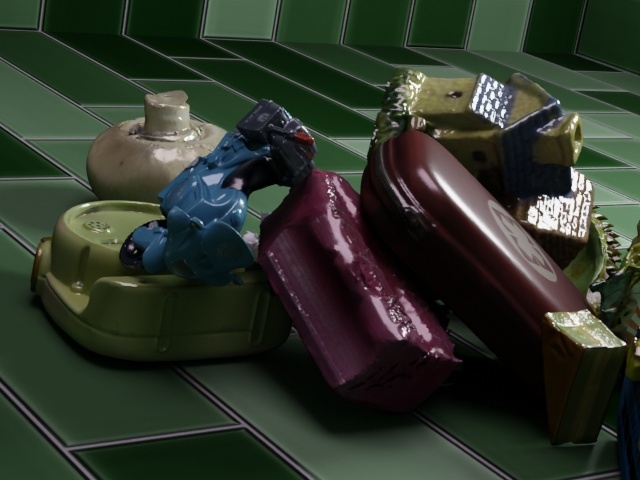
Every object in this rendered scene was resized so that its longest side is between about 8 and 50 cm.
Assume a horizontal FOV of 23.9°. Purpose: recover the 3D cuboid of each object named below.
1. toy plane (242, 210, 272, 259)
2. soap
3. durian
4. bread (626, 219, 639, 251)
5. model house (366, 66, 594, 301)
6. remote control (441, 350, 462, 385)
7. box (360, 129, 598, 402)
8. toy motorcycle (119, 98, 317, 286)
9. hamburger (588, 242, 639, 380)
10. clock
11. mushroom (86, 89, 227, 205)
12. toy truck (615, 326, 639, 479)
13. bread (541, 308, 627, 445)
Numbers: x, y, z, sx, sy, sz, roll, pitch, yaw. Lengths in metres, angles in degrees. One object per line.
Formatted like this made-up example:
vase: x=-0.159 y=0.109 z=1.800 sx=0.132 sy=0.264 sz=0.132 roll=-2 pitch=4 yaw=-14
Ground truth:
toy plane: x=-0.001 y=-0.004 z=2.194 sx=0.252 sy=0.118 sz=0.252 roll=-8 pitch=15 yaw=2
soap: x=0.039 y=0.053 z=1.809 sx=0.220 sy=0.127 sz=0.325 roll=29 pitch=28 yaw=-52
durian: x=0.326 y=0.026 z=2.229 sx=0.198 sy=0.163 sz=0.394 roll=1 pitch=25 yaw=-19
bread: x=0.675 y=-0.022 z=2.207 sx=0.390 sy=0.371 sz=0.279 roll=16 pitch=14 yaw=6
model house: x=0.231 y=-0.067 z=2.087 sx=0.266 sy=0.321 sz=0.261 roll=0 pitch=40 yaw=19
remote control: x=0.102 y=0.127 z=1.953 sx=0.078 sy=0.042 sz=0.221 roll=-1 pitch=20 yaw=-34
box: x=0.209 y=0.032 z=1.878 sx=0.404 sy=0.108 sz=0.263 roll=45 pitch=16 yaw=-15
toy motorcycle: x=-0.107 y=-0.051 z=1.763 sx=0.272 sy=0.123 sz=0.182 roll=-47 pitch=38 yaw=-18
hamburger: x=0.448 y=0.088 z=1.999 sx=0.235 sy=0.214 sz=0.125 roll=5 pitch=9 yaw=-15
clock: x=-0.221 y=0.039 z=1.927 sx=0.286 sy=0.117 sz=0.348 roll=-2 pitch=21 yaw=-35
mushroom: x=-0.237 y=-0.127 z=2.317 sx=0.246 sy=0.202 sz=0.246 roll=-1 pitch=19 yaw=0
toy truck: x=0.406 y=0.222 z=1.625 sx=0.161 sy=0.162 sz=0.385 roll=11 pitch=19 yaw=3
bread: x=0.294 y=0.162 z=1.775 sx=0.074 sy=0.139 sz=0.084 roll=-4 pitch=29 yaw=-27
